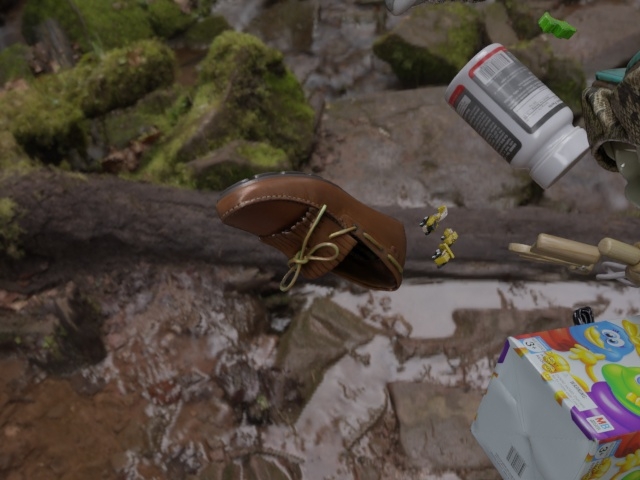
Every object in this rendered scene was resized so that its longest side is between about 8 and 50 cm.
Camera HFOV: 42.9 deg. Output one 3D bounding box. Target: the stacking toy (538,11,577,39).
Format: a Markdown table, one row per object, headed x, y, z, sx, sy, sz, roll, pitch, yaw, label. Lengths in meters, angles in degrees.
| x | y | z | sx | sy | sz | roll | pitch | yaw | label |
| --- | --- | --- | --- | --- | --- | --- | --- | --- | --- |
| 0.303 | -0.372 | 1.077 | 0.221 | 0.167 | 0.052 | 15 | 48 | -26 | stacking toy |

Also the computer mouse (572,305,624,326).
| x | y | z | sx | sy | sz | roll | pitch | yaw | label |
| --- | --- | --- | --- | --- | --- | --- | --- | --- | --- |
| 0.607 | 0.213 | 1.523 | 0.262 | 0.060 | 0.184 | 15 | 49 | -5 | computer mouse |

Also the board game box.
| x | y | z | sx | sy | sz | roll | pitch | yaw | label |
| --- | --- | --- | --- | --- | --- | --- | --- | --- | --- |
| 0.323 | 0.176 | 0.843 | 0.275 | 0.142 | 0.144 | -6 | 37 | -25 | board game box |

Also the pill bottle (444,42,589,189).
| x | y | z | sx | sy | sz | roll | pitch | yaw | label |
| --- | --- | --- | --- | --- | --- | --- | --- | --- | --- |
| 0.403 | -0.247 | 1.646 | 0.161 | 0.161 | 0.283 | -38 | 77 | -19 | pill bottle |

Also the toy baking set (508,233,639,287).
| x | y | z | sx | sy | sz | roll | pitch | yaw | label |
| --- | --- | --- | --- | --- | --- | --- | --- | --- | --- |
| 0.312 | 0.026 | 0.830 | 0.256 | 0.197 | 0.030 | 15 | 87 | -16 | toy baking set |

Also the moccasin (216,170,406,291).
| x | y | z | sx | sy | sz | roll | pitch | yaw | label |
| --- | --- | --- | --- | --- | --- | --- | --- | --- | --- |
| -0.003 | 0.001 | 1.251 | 0.139 | 0.380 | 0.147 | -22 | 61 | 30 | moccasin |

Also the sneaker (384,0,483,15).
| x | y | z | sx | sy | sz | roll | pitch | yaw | label |
| --- | --- | --- | --- | --- | --- | --- | --- | --- | --- |
| 0.242 | -0.448 | 1.361 | 0.297 | 0.129 | 0.111 | -32 | 17 | -10 | sneaker |

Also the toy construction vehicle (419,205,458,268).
| x | y | z | sx | sy | sz | roll | pitch | yaw | label |
| --- | --- | --- | --- | --- | --- | --- | --- | --- | --- |
| 0.221 | -0.010 | 1.466 | 0.035 | 0.086 | 0.098 | -23 | 13 | 38 | toy construction vehicle |

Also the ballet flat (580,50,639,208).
| x | y | z | sx | sy | sz | roll | pitch | yaw | label |
| --- | --- | --- | --- | --- | --- | --- | --- | --- | --- |
| 0.379 | -0.114 | 0.867 | 0.164 | 0.483 | 0.182 | -2 | 96 | 8 | ballet flat |
